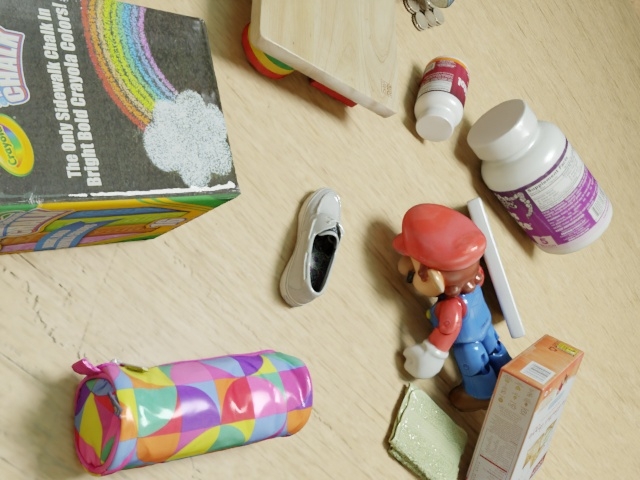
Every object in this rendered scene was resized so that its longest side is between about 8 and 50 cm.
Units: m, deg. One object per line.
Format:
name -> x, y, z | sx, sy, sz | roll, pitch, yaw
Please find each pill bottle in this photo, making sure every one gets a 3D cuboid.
pill bottle -> 0.216, -0.252, 1.054 | 0.086, 0.086, 0.151 | 38, 53, -28
pill bottle -> 0.421, -0.123, 1.146 | 0.301, 0.169, 0.169 | 44, 50, -23

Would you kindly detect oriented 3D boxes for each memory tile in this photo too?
memory tile -> 0.190, -0.488, 1.166 | 0.113, 0.012, 0.147 | -36, 102, -44

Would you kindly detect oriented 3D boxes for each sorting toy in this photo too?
sorting toy -> -0.005, -0.327, 0.867 | 0.256, 0.089, 0.256 | 18, 64, -38

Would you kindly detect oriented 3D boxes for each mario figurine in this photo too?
mario figurine -> 0.188, 0.094, 0.910 | 0.198, 0.170, 0.320 | -86, 156, -73

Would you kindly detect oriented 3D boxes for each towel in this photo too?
towel -> 0.157, 0.287, 0.847 | 0.148, 0.027, 0.110 | 46, 50, -22

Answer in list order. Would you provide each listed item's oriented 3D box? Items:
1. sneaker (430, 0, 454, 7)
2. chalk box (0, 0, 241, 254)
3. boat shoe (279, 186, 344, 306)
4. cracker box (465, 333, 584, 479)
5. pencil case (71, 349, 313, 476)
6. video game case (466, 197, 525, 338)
sneaker -> 0.133, -0.488, 1.060 | 0.283, 0.110, 0.122 | 24, 91, -36
chalk box -> -0.246, -0.091, 0.491 | 0.289, 0.179, 0.180 | -6, 81, -44
boat shoe -> 0.000, 0.000, 0.773 | 0.066, 0.063, 0.184 | 43, 51, -25
cracker box -> 0.302, 0.272, 0.878 | 0.156, 0.067, 0.232 | -17, 125, -45
pencil case -> -0.119, 0.160, 0.580 | 0.237, 0.105, 0.104 | 7, 71, -44
video game case -> 0.299, 0.039, 1.006 | 0.206, 0.026, 0.226 | -8, 79, -74
